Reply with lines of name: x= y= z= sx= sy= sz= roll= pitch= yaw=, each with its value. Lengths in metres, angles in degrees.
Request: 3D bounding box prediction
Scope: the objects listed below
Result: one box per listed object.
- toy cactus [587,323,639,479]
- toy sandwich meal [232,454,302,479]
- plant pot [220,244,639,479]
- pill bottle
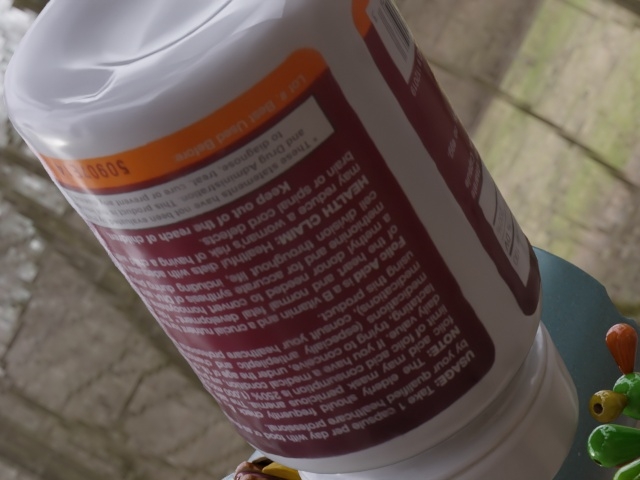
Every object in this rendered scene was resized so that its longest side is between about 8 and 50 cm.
toy cactus: x=0.266 y=0.119 z=1.157 sx=0.219 sy=0.180 sz=0.112 roll=72 pitch=-166 yaw=-68
toy sandwich meal: x=-0.026 y=0.191 z=1.323 sx=0.085 sy=0.085 sz=0.029 roll=113 pitch=176 yaw=-47
plant pot: x=0.120 y=0.195 z=1.542 sx=0.334 sy=0.341 sz=0.341 roll=-56 pitch=-7 yaw=-35
pill bottle: x=0.000 y=0.000 z=1.076 sx=0.392 sy=0.224 sz=0.224 roll=58 pitch=-133 yaw=-32
